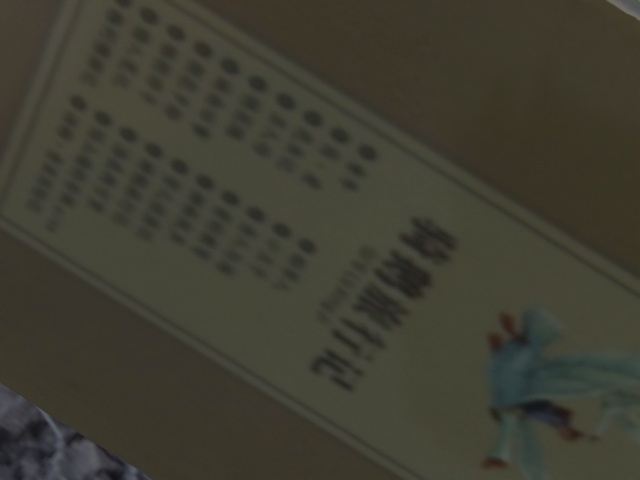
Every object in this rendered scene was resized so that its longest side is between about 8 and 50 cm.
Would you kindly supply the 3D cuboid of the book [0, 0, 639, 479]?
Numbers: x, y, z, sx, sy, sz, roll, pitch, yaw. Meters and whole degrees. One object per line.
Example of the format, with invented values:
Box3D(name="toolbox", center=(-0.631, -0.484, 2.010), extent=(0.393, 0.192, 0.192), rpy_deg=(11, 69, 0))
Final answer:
Box3D(name="book", center=(0.000, 0.000, 0.408), extent=(0.310, 0.217, 0.021), rpy_deg=(32, 50, -1))
